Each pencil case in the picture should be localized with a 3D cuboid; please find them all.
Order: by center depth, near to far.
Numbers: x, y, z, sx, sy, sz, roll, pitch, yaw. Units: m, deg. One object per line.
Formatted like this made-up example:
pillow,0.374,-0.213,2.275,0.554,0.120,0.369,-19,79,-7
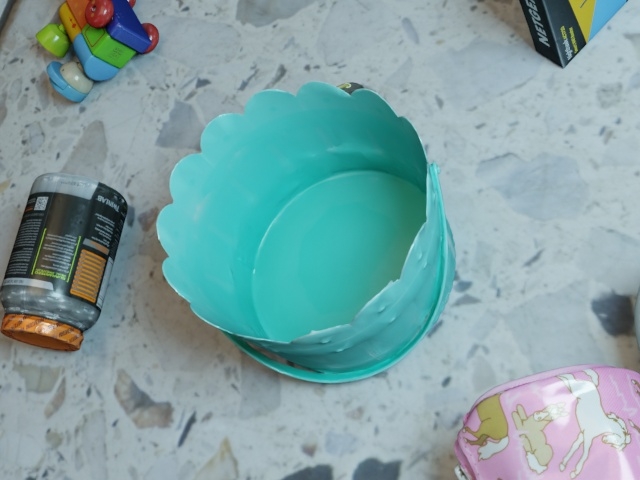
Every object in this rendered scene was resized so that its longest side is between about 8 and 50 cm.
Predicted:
pencil case,0.232,0.295,0.711,0.167,0.160,0.386,-47,49,46

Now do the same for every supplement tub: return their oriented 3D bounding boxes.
supplement tub,-0.303,0.027,1.073,0.117,0.117,0.190,2,69,24

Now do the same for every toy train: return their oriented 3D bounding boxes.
toy train,-0.333,-0.312,1.249,0.143,0.105,0.248,-42,58,17

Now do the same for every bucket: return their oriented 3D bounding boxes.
bucket,0.000,0.000,0.919,0.281,0.183,0.281,-9,65,20

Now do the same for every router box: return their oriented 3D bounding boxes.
router box,0.262,-0.278,0.930,0.133,0.179,0.046,-47,57,0

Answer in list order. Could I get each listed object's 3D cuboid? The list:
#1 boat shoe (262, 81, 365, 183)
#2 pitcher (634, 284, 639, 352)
boat shoe,-0.041,-0.105,1.044,0.227,0.081,0.069,-25,58,3
pitcher,0.319,0.106,0.746,0.125,0.177,0.207,-28,59,40
